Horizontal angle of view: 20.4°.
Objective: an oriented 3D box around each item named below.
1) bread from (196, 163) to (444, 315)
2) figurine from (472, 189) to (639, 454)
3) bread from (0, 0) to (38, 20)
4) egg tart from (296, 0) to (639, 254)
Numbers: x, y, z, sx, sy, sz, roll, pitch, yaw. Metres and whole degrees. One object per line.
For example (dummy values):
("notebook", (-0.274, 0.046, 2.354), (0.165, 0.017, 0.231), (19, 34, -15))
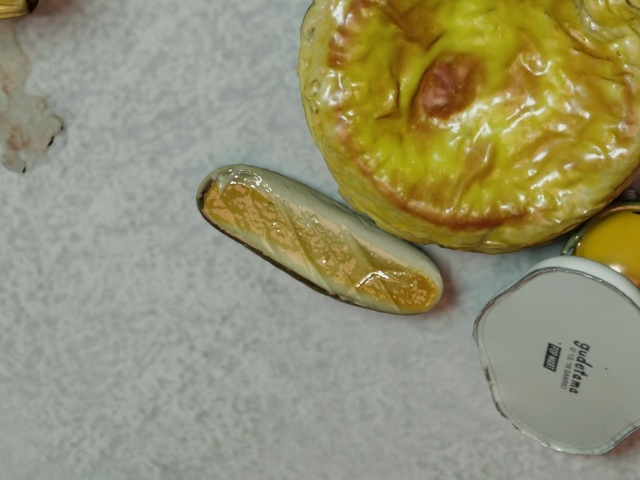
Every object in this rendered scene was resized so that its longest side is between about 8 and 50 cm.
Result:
("bread", (-0.001, 0.000, 1.431), (0.214, 0.053, 0.073), (26, 106, -7))
("figurine", (0.224, 0.054, 1.444), (0.166, 0.141, 0.250), (27, 146, 5))
("bread", (-0.259, -0.249, 1.251), (0.104, 0.199, 0.199), (-10, 112, 7))
("egg tart", (0.121, -0.132, 1.343), (0.294, 0.116, 0.295), (-1, 114, -2))
